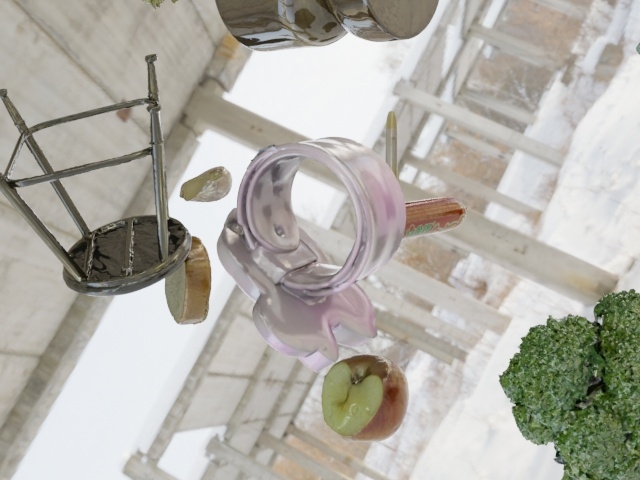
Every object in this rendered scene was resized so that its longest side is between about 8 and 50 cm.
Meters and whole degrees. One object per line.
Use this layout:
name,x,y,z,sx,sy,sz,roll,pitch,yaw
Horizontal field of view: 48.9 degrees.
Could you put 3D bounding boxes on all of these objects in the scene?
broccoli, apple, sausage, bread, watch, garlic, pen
broccoli,0.478,0.269,1.155,0.414,0.321,0.310,-6,-27,-36
apple,0.098,0.322,1.459,0.160,0.195,0.173,-2,-81,-47
sausage,0.196,-0.045,1.355,0.264,0.083,0.083,-10,-49,-40
bread,-0.334,0.100,1.769,0.070,0.236,0.236,-3,-49,-25
watch,0.000,0.000,0.864,0.217,0.248,0.211,-51,-16,30
garlic,-0.293,-0.152,1.910,0.101,0.086,0.196,-12,-3,-42
pen,0.181,-0.215,1.760,0.040,0.032,0.233,18,-112,-42

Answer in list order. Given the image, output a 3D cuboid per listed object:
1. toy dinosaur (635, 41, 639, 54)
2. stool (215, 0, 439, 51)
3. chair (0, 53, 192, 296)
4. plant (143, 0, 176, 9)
toy dinosaur,0.603,-0.427,1.242,0.144,0.329,0.076,-45,21,-12
stool,0.005,-0.351,0.947,0.179,0.264,0.179,-10,-76,-47
chair,-0.470,-0.121,1.530,0.364,0.362,0.410,-115,11,-58
plant,-0.367,-0.710,1.622,0.297,0.261,0.305,-17,36,53
